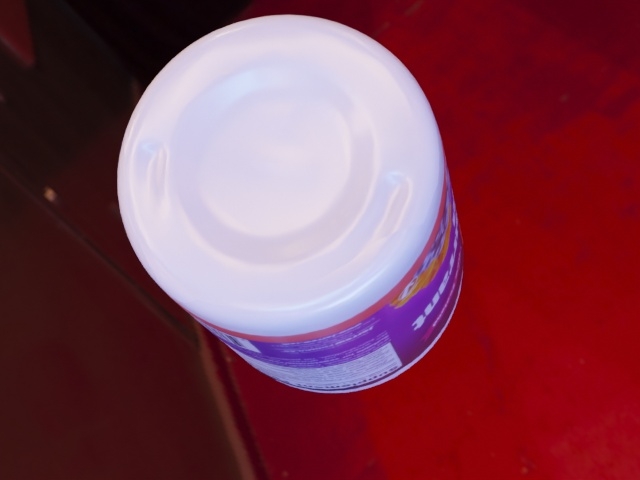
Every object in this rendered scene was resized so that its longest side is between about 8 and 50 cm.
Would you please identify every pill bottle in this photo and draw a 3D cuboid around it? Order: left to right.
[{"bbox_3d":[0.000,0.000,0.504,0.108,0.193,0.108,-2,75,9],"label":"pill bottle"}]
